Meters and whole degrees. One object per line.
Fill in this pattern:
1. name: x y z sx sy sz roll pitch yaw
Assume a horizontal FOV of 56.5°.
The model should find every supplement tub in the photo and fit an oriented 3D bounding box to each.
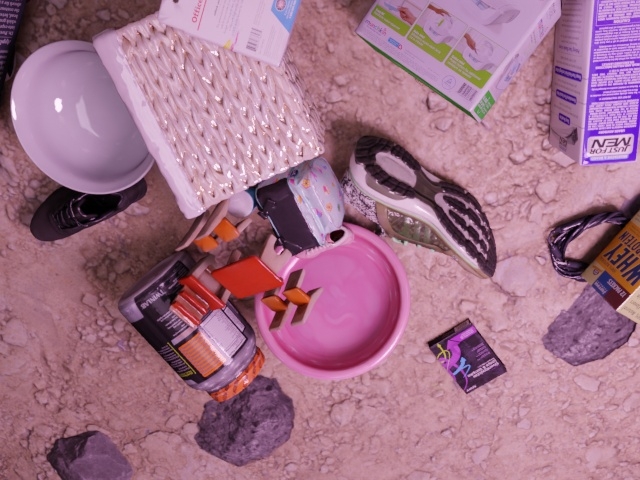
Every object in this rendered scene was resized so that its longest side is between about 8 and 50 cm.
1. supplement tub: -0.279 0.196 1.333 0.193 0.193 0.316 -33 106 16

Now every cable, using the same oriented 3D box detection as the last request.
1. cable: 0.588 0.013 1.272 0.184 0.047 0.151 -23 108 12

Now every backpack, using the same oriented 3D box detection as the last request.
1. backpack: -0.035 -0.087 1.170 0.144 0.188 0.166 -24 117 14

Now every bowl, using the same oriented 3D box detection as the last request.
1. bowl: -0.445 -0.252 1.196 0.297 0.134 0.298 2 112 5

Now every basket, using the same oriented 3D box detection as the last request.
1. basket: -0.173 -0.269 1.072 0.266 0.328 0.331 -24 107 8

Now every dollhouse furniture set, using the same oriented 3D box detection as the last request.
1. dollhouse furniture set: -0.173 0.082 1.153 0.262 0.135 0.259 45 141 -21

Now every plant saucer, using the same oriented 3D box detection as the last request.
1. plant saucer: 0.027 0.128 1.274 0.332 0.084 0.332 -2 79 10

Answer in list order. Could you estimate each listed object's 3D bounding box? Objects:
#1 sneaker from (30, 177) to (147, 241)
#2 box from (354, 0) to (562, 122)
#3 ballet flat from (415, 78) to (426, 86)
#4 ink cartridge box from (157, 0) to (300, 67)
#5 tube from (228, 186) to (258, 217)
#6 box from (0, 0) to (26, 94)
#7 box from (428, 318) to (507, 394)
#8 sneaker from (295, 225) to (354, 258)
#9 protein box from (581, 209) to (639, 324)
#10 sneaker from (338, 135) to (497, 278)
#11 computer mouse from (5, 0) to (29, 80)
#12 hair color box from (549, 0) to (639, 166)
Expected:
1. sneaker: -0.518 -0.070 1.279 0.286 0.130 0.109 -26 110 15
2. box: 0.237 -0.380 1.037 0.262 0.127 0.231 39 105 17
3. ballet flat: 0.259 -0.375 1.130 0.073 0.067 0.206 39 110 -12
4. ink cartridge box: -0.128 -0.329 0.851 0.181 0.061 0.104 19 106 -7
5. tube: -0.137 -0.086 1.202 0.080 0.207 0.052 -5 100 8
6. box: -0.748 -0.419 1.086 0.293 0.212 0.395 30 111 5
7. box: 0.348 0.276 1.405 0.116 0.029 0.162 -35 106 16
8. sneaker: 0.000 0.000 1.225 0.134 0.070 0.051 -16 78 9
9. protein box: 0.698 0.068 1.216 0.199 0.136 0.201 26 112 -22
10. sneaker: 0.197 -0.047 1.257 0.410 0.158 0.182 37 141 -12
11. computer mouse: -0.647 -0.413 1.198 0.106 0.042 0.193 15 112 -3
12. hair color box: 0.497 -0.322 1.070 0.110 0.185 0.339 -2 112 4
